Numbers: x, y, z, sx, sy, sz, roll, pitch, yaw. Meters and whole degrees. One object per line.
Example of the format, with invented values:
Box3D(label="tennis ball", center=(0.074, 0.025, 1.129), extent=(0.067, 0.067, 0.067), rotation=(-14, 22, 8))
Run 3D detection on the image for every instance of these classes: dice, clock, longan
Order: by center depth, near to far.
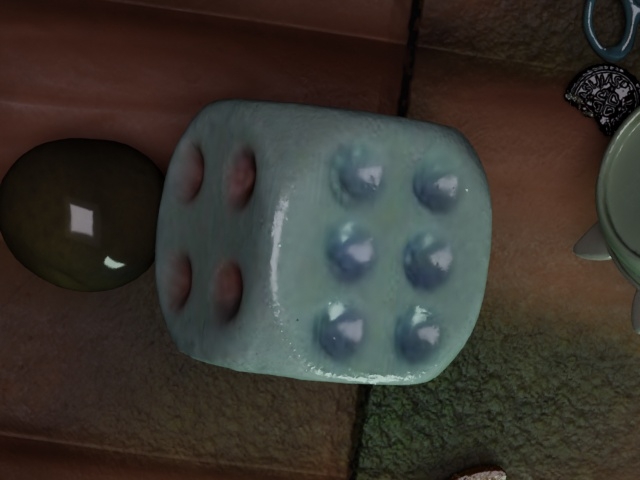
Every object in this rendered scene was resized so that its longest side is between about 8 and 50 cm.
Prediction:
Box3D(label="dice", center=(0.000, 0.000, 1.598), extent=(0.264, 0.262, 0.268), rotation=(7, 90, -31))
Box3D(label="clock", center=(0.415, -0.054, 1.648), extent=(0.324, 0.108, 0.265), rotation=(-44, 53, 14))
Box3D(label="longan", center=(-0.253, -0.029, 1.685), extent=(0.189, 0.189, 0.189), rotation=(0, 97, -1))

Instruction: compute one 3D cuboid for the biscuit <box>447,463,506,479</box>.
Box3D(label="biscuit", center=(0.161, 0.360, 1.808), extent=(0.126, 0.025, 0.206), rotation=(-1, 96, -2))

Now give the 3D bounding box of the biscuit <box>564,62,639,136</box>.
Box3D(label="biscuit", center=(0.317, -0.155, 1.745), extent=(0.089, 0.027, 0.087), rotation=(-7, 98, -1))

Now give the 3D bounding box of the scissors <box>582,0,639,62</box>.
Box3D(label="scissors", center=(0.356, -0.341, 1.715), extent=(0.138, 0.041, 0.289), rotation=(-1, 101, 8))
